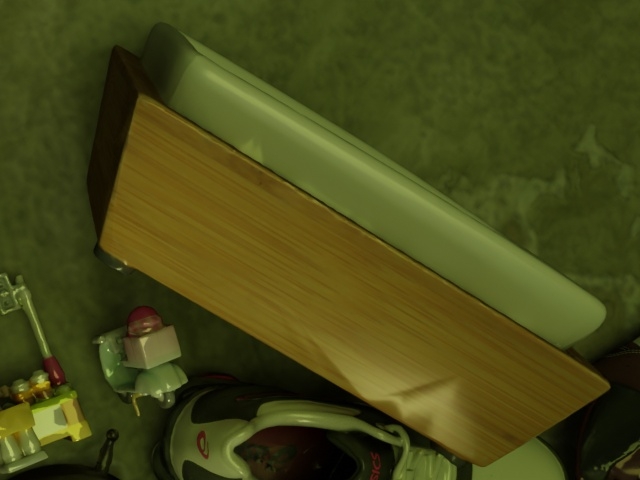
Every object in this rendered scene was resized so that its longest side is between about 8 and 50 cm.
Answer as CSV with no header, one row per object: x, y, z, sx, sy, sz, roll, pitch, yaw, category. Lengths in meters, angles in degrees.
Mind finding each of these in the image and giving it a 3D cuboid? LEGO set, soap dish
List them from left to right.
-0.220,0.088,0.857,0.287,0.132,0.107,-20,90,-39,LEGO set
0.000,0.000,0.889,0.291,0.229,0.118,32,95,-16,soap dish

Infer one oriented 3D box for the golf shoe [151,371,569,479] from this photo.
0.038,0.146,0.950,0.272,0.120,0.105,9,85,-19,golf shoe

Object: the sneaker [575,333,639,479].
0.251,0.184,1.007,0.162,0.106,0.281,-24,65,-6,sneaker

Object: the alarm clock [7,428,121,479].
-0.162,0.210,0.914,0.192,0.064,0.129,-38,101,-10,alarm clock
